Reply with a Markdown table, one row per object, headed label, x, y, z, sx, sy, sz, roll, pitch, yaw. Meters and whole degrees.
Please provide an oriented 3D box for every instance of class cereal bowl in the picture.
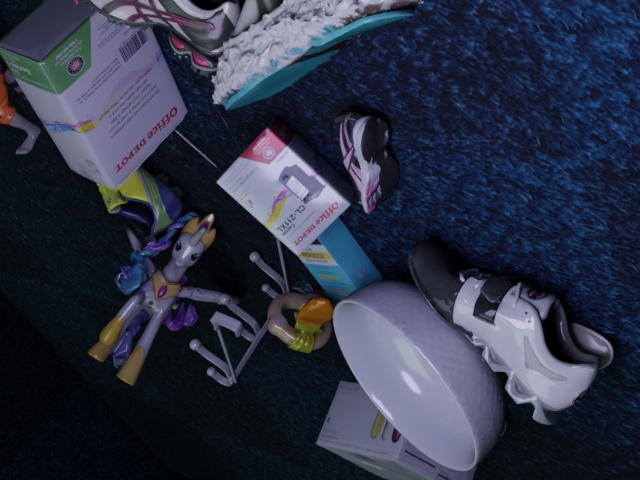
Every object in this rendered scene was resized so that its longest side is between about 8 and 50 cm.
| label | x | y | z | sx | sy | sz | roll | pitch | yaw |
| --- | --- | --- | --- | --- | --- | --- | --- | --- | --- |
| cereal bowl | 0.179 | 0.198 | 1.562 | 0.339 | 0.141 | 0.339 | 44 | 158 | 23 |

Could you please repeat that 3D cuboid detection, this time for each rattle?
| label | x | y | z | sx | sy | sz | roll | pitch | yaw |
| --- | --- | --- | --- | --- | --- | --- | --- | --- | --- |
| rattle | -0.013 | 0.099 | 1.743 | 0.130 | 0.200 | 0.143 | 21 | 125 | 13 |

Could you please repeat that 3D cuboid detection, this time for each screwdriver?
| label | x | y | z | sx | sy | sz | roll | pitch | yaw |
| --- | --- | --- | --- | --- | --- | --- | --- | --- | --- |
| screwdriver | -0.246 | -0.189 | 1.704 | 0.170 | 0.025 | 0.024 | 37 | 155 | -18 |

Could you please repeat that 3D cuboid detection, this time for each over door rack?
| label | x | y | z | sx | sy | sz | roll | pitch | yaw |
| --- | --- | --- | --- | --- | --- | --- | --- | --- | --- |
| over door rack | -0.142 | 0.114 | 1.807 | 0.108 | 0.240 | 0.324 | 28 | 154 | 7 |

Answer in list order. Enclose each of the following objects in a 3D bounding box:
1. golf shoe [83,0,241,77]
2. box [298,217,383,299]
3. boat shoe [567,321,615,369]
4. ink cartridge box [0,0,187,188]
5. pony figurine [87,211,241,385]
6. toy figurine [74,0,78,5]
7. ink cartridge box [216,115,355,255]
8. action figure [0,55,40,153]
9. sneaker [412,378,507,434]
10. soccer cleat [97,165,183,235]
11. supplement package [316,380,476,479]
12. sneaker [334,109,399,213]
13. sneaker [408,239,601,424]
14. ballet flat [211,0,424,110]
| label | x | y | z | sx | sy | sz | roll | pitch | yaw |
| --- | --- | --- | --- | --- | --- | --- | --- | --- | --- |
| golf shoe | -0.224 | -0.347 | 1.344 | 0.272 | 0.105 | 0.120 | 29 | 138 | 6 |
| box | 0.000 | 0.000 | 1.637 | 0.100 | 0.060 | 0.244 | 2 | 137 | 51 |
| boat shoe | 0.360 | 0.157 | 1.458 | 0.206 | 0.075 | 0.065 | 1 | 179 | 44 |
| ink cartridge box | -0.350 | -0.252 | 1.515 | 0.117 | 0.201 | 0.278 | 23 | 151 | 30 |
| pony figurine | -0.329 | 0.113 | 1.996 | 0.302 | 0.363 | 0.351 | 32 | 170 | -5 |
| toy figurine | -0.224 | -0.472 | 1.091 | 0.191 | 0.217 | 0.363 | 80 | 178 | -73 |
| ink cartridge box | -0.050 | -0.084 | 1.484 | 0.175 | 0.072 | 0.127 | 42 | 111 | -8 |
| action figure | -0.667 | -0.368 | 1.857 | 0.341 | 0.178 | 0.330 | 55 | 166 | 47 |
| sneaker | 0.248 | 0.297 | 1.767 | 0.228 | 0.092 | 0.087 | 43 | 152 | -13 |
| soccer cleat | -0.404 | -0.121 | 1.889 | 0.289 | 0.121 | 0.093 | 36 | 155 | 5 |
| supplement package | 0.161 | 0.395 | 1.927 | 0.204 | 0.145 | 0.261 | 34 | 158 | -29 |
| sneaker | 0.061 | -0.120 | 1.375 | 0.077 | 0.072 | 0.178 | 35 | 149 | 34 |
| sneaker | 0.274 | 0.097 | 1.399 | 0.330 | 0.122 | 0.146 | 46 | 127 | 14 |
| ballet flat | -0.021 | -0.277 | 1.176 | 0.147 | 0.147 | 0.409 | 47 | 150 | -17 |
